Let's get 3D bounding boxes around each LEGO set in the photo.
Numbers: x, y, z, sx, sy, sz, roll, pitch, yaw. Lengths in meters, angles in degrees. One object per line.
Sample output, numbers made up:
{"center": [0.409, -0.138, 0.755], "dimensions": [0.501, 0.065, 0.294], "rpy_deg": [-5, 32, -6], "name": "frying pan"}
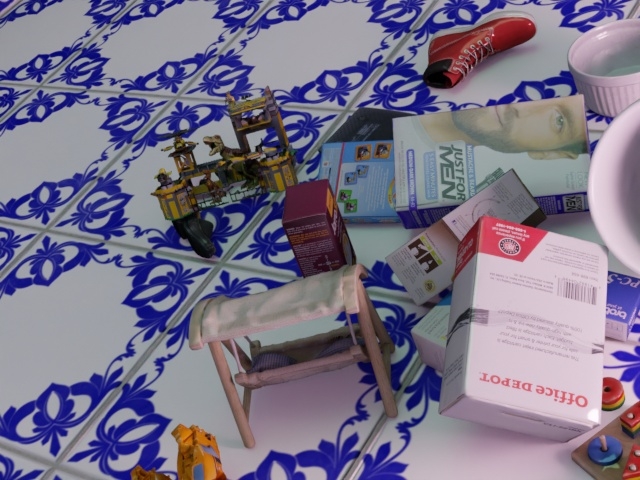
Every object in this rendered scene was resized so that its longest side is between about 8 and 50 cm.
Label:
{"center": [-0.198, -0.187, 2.133], "dimensions": [0.331, 0.192, 0.255], "rpy_deg": [-12, 18, 17], "name": "LEGO set"}

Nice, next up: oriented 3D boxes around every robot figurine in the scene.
{"center": [-0.200, 0.405, 1.498], "dimensions": [0.211, 0.085, 0.291], "rpy_deg": [-46, 28, 16], "name": "robot figurine"}

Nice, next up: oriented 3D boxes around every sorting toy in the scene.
{"center": [0.431, 0.283, 1.421], "dimensions": [0.132, 0.046, 0.274], "rpy_deg": [-33, 39, -15], "name": "sorting toy"}

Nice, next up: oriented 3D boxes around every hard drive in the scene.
{"center": [0.140, -0.188, 2.131], "dimensions": [0.255, 0.054, 0.172], "rpy_deg": [16, 51, 37], "name": "hard drive"}

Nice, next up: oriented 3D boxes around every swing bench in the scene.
{"center": [-0.035, 0.156, 1.627], "dimensions": [0.253, 0.254, 0.165], "rpy_deg": [-13, 38, 11], "name": "swing bench"}

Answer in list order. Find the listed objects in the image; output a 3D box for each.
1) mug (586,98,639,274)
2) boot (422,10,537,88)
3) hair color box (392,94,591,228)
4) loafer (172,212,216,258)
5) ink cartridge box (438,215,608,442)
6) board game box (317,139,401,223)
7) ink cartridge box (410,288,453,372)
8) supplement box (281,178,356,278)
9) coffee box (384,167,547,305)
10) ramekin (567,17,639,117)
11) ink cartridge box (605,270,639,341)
{"center": [0.611, -0.048, 1.552], "dimensions": [0.328, 0.276, 0.374], "rpy_deg": [-8, 56, -53], "name": "mug"}
{"center": [0.340, -0.396, 2.270], "dimensions": [0.244, 0.088, 0.176], "rpy_deg": [-12, 38, 25], "name": "boot"}
{"center": [0.301, -0.135, 1.874], "dimensions": [0.339, 0.110, 0.185], "rpy_deg": [-6, 69, 12], "name": "hair color box"}
{"center": [-0.239, -0.020, 2.105], "dimensions": [0.061, 0.062, 0.170], "rpy_deg": [-29, 39, -15], "name": "loafer"}
{"center": [0.286, 0.127, 1.496], "dimensions": [0.197, 0.114, 0.273], "rpy_deg": [14, 63, -7], "name": "ink cartridge box"}
{"center": [0.095, -0.111, 2.018], "dimensions": [0.211, 0.039, 0.160], "rpy_deg": [0, 70, 26], "name": "board game box"}
{"center": [0.270, 0.161, 1.621], "dimensions": [0.231, 0.078, 0.134], "rpy_deg": [23, 55, 42], "name": "ink cartridge box"}
{"center": [0.000, 0.000, 1.857], "dimensions": [0.081, 0.188, 0.104], "rpy_deg": [-11, 38, 13], "name": "supplement box"}
{"center": [0.234, -0.002, 1.727], "dimensions": [0.246, 0.098, 0.141], "rpy_deg": [-35, -5, 5], "name": "coffee box"}
{"center": [0.583, -0.325, 2.043], "dimensions": [0.207, 0.109, 0.207], "rpy_deg": [-13, 37, 10], "name": "ramekin"}
{"center": [0.391, 0.082, 1.662], "dimensions": [0.207, 0.046, 0.097], "rpy_deg": [16, 50, 26], "name": "ink cartridge box"}
